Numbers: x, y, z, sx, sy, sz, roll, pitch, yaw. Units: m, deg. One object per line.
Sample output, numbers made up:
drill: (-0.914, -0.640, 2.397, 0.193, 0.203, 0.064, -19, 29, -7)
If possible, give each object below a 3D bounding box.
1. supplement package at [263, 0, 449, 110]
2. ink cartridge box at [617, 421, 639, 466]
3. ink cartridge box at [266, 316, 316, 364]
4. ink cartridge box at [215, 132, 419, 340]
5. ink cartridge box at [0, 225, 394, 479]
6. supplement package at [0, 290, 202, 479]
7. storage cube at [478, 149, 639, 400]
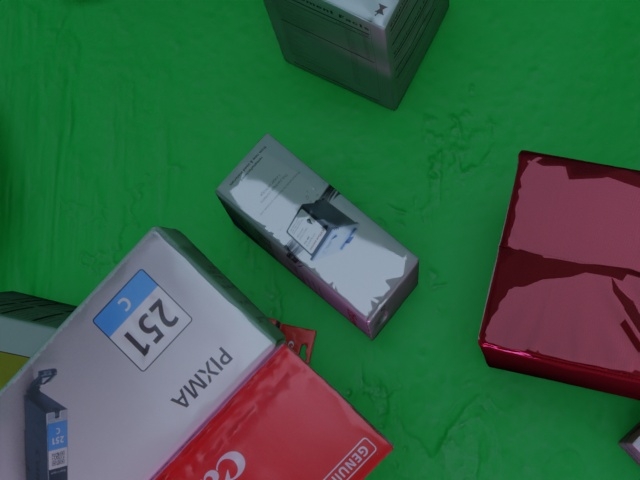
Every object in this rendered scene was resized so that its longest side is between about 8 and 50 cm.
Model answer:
supplement package: (0.038, -0.242, 1.181, 0.139, 0.244, 0.134, 26, 83, 9)
ink cartridge box: (0.328, 0.202, 1.133, 0.052, 0.122, 0.088, -44, 78, 0)
ink cartridge box: (-0.067, 0.106, 1.233, 0.115, 0.029, 0.063, 11, 81, 8)
ink cartridge box: (0.000, 0.000, 1.192, 0.190, 0.139, 0.082, 39, 83, 10)
ink cartridge box: (-0.134, 0.182, 0.992, 0.261, 0.066, 0.296, 43, 94, 6)
supplement package: (-0.220, 0.172, 1.135, 0.262, 0.198, 0.199, 12, 91, 7)
storage cube: (0.260, 0.039, 1.128, 0.193, 0.215, 0.184, 11, 81, 13)
